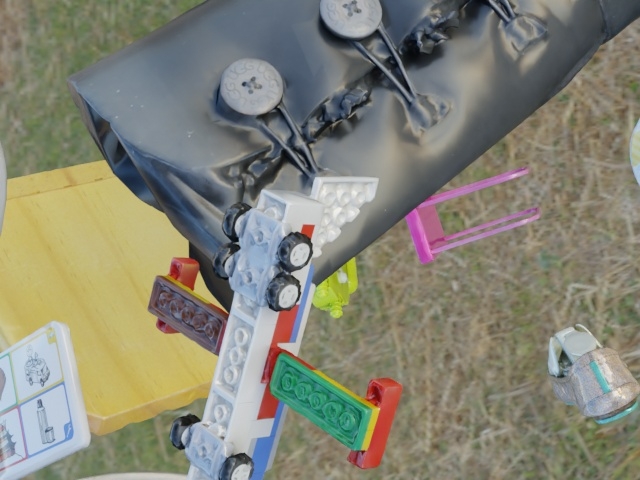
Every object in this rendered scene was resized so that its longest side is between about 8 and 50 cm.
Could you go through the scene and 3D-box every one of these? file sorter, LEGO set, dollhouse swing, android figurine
[{"bbox_3d":[0.196,-0.141,1.646,0.182,0.202,0.290,-19,92,13],"label":"file sorter"},{"bbox_3d":[-0.033,0.094,0.393,0.244,0.060,0.182,-30,68,41],"label":"LEGO set"},{"bbox_3d":[-0.243,0.091,1.211,0.305,0.347,0.315,60,140,17],"label":"dollhouse swing"},{"bbox_3d":[0.000,0.000,1.865,0.056,0.248,0.273,-17,49,13],"label":"android figurine"}]

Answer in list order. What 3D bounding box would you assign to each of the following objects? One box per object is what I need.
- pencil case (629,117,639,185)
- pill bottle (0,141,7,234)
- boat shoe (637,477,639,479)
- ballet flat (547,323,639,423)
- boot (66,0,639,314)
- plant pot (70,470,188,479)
[{"bbox_3d":[0.355,-0.078,0.912,0.124,0.273,0.113,41,84,-7],"label":"pencil case"},{"bbox_3d":[-0.191,-0.020,0.288,0.193,0.108,0.108,22,114,5],"label":"pill bottle"},{"bbox_3d":[0.367,0.343,1.272,0.112,0.095,0.335,41,95,17],"label":"boat shoe"},{"bbox_3d":[0.361,0.168,1.532,0.107,0.316,0.106,-29,88,0],"label":"ballet flat"},{"bbox_3d":[0.016,-0.204,0.781,0.445,0.146,0.367,-39,73,-8],"label":"boot"},{"bbox_3d":[-0.096,0.256,0.594,0.191,0.284,0.284,146,112,-80],"label":"plant pot"}]
